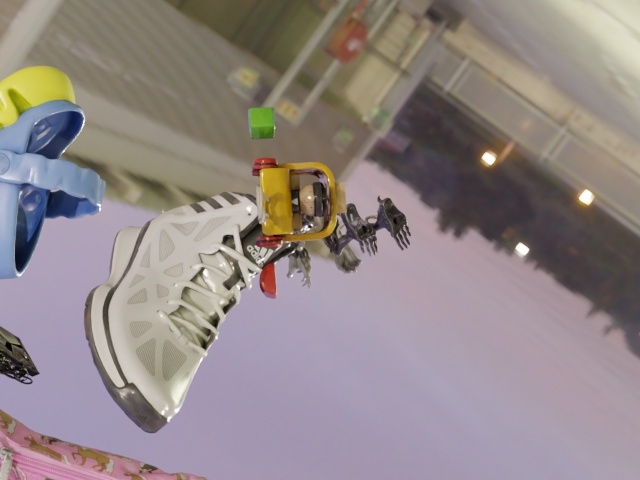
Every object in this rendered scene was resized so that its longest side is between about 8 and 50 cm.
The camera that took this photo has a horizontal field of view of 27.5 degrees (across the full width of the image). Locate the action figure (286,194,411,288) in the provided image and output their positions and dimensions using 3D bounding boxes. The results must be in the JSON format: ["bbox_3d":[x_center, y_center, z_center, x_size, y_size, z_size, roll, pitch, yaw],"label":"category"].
[{"bbox_3d":[0.000,0.000,2.060,0.164,0.141,0.276,-21,-168,-41],"label":"action figure"}]

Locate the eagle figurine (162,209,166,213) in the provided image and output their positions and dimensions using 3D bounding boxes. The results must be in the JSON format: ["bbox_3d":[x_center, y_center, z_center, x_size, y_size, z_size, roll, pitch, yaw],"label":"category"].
[{"bbox_3d":[-0.287,0.109,2.503,0.225,0.298,0.226,28,158,53],"label":"eagle figurine"}]

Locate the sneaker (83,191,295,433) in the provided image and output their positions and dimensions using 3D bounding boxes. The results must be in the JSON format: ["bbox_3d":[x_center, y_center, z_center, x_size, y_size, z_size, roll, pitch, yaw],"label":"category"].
[{"bbox_3d":[-0.171,0.059,1.817,0.169,0.257,0.447,53,-163,-28],"label":"sneaker"}]

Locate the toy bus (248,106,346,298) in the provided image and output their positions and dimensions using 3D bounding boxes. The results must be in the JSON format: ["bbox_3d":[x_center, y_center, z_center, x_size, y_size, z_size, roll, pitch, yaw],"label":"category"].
[{"bbox_3d":[-0.024,-0.045,1.495,0.104,0.191,0.202,-4,-135,-4],"label":"toy bus"}]

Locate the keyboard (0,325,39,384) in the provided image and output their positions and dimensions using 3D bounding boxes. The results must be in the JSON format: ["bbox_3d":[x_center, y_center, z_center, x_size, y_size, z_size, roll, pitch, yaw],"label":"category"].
[{"bbox_3d":[-0.447,0.143,1.751,0.100,0.038,0.192,53,-178,31],"label":"keyboard"}]

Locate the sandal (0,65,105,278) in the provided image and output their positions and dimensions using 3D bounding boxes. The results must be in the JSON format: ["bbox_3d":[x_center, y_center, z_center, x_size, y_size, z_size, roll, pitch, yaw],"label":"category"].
[{"bbox_3d":[-0.319,-0.013,1.190,0.138,0.317,0.126,45,179,17],"label":"sandal"}]

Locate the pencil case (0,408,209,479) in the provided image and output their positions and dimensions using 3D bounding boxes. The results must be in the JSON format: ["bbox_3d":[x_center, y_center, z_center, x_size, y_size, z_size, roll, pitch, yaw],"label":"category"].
[{"bbox_3d":[-0.354,0.384,2.003,0.386,0.160,0.167,21,-161,-12],"label":"pencil case"}]
